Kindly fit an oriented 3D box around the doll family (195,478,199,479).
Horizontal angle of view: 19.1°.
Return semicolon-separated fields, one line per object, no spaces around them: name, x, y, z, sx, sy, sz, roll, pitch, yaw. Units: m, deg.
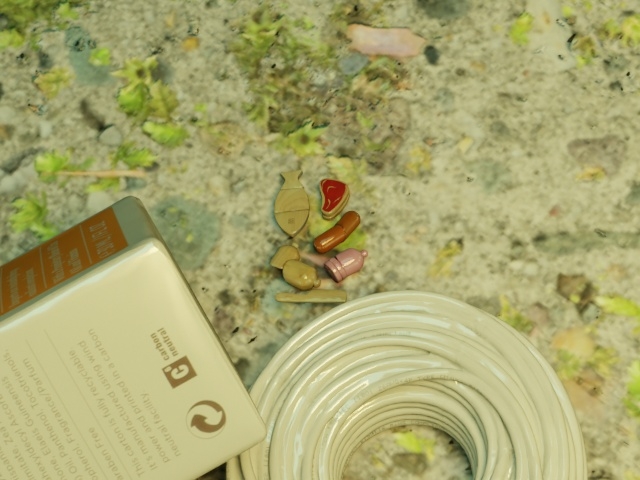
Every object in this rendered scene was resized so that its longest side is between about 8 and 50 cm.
doll family;-0.099;0.262;1.356;0.111;0.076;0.193;-32;59;0

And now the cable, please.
cable;0.063;0.167;1.360;0.257;0.089;0.257;21;70;20

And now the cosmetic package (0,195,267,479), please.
cosmetic package;-0.282;0.155;1.328;0.453;0.230;0.161;-30;103;-5

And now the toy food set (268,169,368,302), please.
toy food set;0.000;0.000;1.489;0.078;0.019;0.122;1;58;10
